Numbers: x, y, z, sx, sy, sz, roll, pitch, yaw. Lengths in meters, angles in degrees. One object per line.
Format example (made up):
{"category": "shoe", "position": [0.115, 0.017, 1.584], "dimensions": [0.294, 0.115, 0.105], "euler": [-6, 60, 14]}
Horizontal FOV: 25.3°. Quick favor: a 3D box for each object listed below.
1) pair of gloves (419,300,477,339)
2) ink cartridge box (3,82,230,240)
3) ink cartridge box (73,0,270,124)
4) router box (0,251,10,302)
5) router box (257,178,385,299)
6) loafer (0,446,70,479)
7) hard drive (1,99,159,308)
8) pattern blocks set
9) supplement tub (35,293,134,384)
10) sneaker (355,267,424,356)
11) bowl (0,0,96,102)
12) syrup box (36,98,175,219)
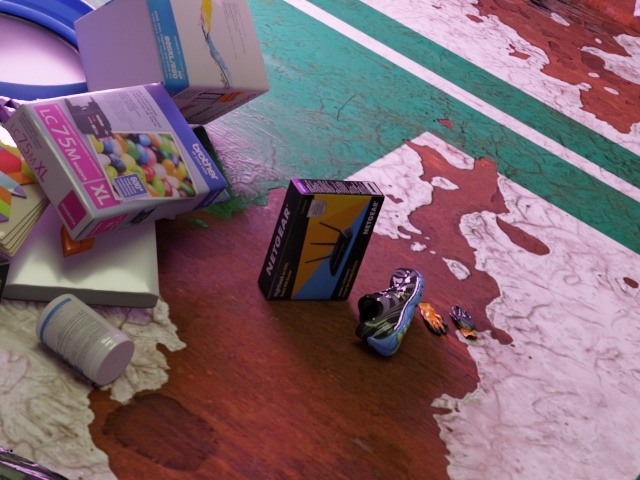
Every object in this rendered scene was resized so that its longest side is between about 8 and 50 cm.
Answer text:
{"category": "pair of gloves", "position": [0.186, 0.115, 2.082], "dimensions": [0.083, 0.010, 0.074], "euler": [8, 33, -22]}
{"category": "ink cartridge box", "position": [-0.251, -0.115, 1.904], "dimensions": [0.311, 0.065, 0.186], "euler": [-16, 69, -54]}
{"category": "ink cartridge box", "position": [-0.228, -0.284, 2.218], "dimensions": [0.233, 0.171, 0.168], "euler": [-4, 76, -49]}
{"category": "router box", "position": [-0.574, 0.011, 1.732], "dimensions": [0.309, 0.081, 0.243], "euler": [-11, 44, -41]}
{"category": "router box", "position": [0.000, 0.000, 1.989], "dimensions": [0.133, 0.179, 0.046], "euler": [1, 34, -28]}
{"category": "loafer", "position": [-0.353, 0.252, 1.506], "dimensions": [0.223, 0.076, 0.078], "euler": [22, 17, 5]}
{"category": "hard drive", "position": [-0.325, -0.052, 1.912], "dimensions": [0.203, 0.040, 0.307], "euler": [5, 53, -17]}
{"category": "pattern blocks set", "position": [-0.411, -0.072, 1.804], "dimensions": [0.285, 0.026, 0.325], "euler": [24, 41, -12]}
{"category": "supplement tub", "position": [-0.288, 0.120, 1.742], "dimensions": [0.107, 0.071, 0.071], "euler": [35, 34, 22]}
{"category": "sneaker", "position": [0.095, 0.089, 2.015], "dimensions": [0.078, 0.067, 0.188], "euler": [28, 34, 0]}
{"category": "bowl", "position": [-0.517, -0.318, 2.278], "dimensions": [0.391, 0.077, 0.391], "euler": [15, 32, -10]}
{"category": "syrup box", "position": [-0.313, -0.117, 2.070], "dimensions": [0.237, 0.093, 0.096], "euler": [14, 32, -11]}
